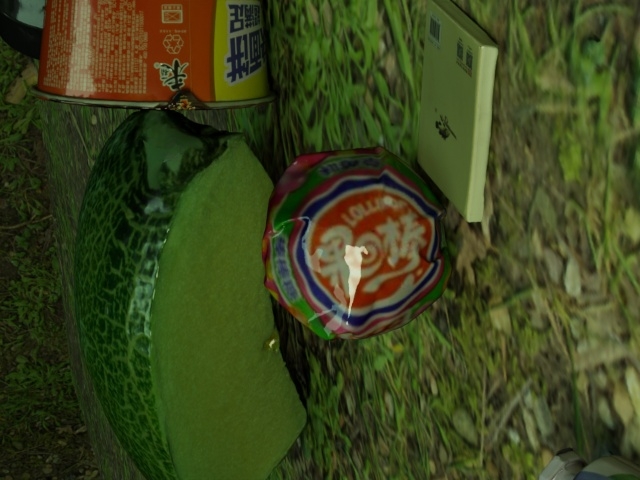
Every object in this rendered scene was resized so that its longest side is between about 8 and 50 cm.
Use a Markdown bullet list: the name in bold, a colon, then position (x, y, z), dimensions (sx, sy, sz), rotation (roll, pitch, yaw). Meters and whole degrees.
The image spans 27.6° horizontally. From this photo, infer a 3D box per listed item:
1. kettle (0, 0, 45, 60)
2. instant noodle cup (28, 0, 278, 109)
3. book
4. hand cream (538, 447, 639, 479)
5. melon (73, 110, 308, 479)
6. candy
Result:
- **kettle**: position (-0.196, -0.332, 1.232), dimensions (0.207, 0.251, 0.271), rotation (31, 134, 35)
- **instant noodle cup**: position (-0.137, -0.204, 1.084), dimensions (0.213, 0.213, 0.174), rotation (-146, 56, -67)
- **book**: position (0.078, -0.076, 0.748), dimensions (0.077, 0.014, 0.111), rotation (-121, 26, -53)
- **hand cream**: position (0.153, 0.142, 0.591), dimensions (0.142, 0.053, 0.084), rotation (37, 136, 51)
- **melon**: position (-0.123, 0.044, 1.164), dimensions (0.331, 0.226, 0.343), rotation (-94, -13, -49)
- **candy**: position (0.000, 0.000, 0.921), dimensions (0.365, 0.124, 0.124), rotation (-179, 79, -81)
